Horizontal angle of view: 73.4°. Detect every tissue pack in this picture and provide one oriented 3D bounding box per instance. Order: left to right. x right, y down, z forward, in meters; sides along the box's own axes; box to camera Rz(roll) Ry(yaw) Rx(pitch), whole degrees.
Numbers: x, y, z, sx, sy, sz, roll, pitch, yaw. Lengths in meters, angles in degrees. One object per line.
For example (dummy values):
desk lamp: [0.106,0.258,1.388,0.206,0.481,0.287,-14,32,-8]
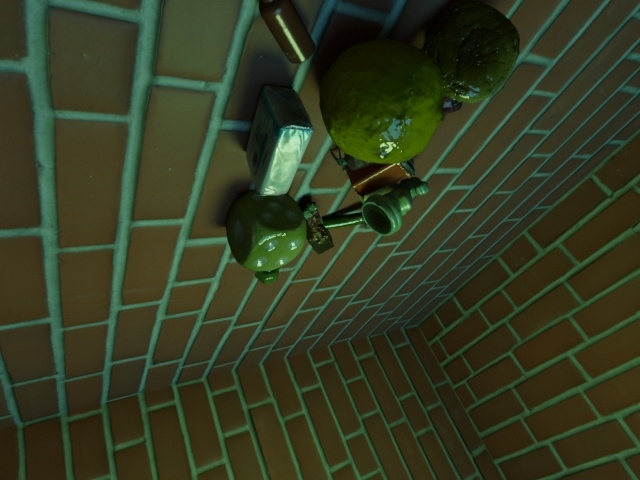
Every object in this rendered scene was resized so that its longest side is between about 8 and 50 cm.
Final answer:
tissue pack: [-0.131,-0.293,1.289,0.124,0.202,0.271,0,143,-26]

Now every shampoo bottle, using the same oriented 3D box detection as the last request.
shampoo bottle: [-0.094,-0.542,1.036,0.085,0.086,0.244,-30,149,8]

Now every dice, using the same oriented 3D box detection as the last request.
dice: [-0.206,-0.037,1.623,0.233,0.227,0.238,-6,144,-35]

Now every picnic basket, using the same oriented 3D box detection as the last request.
picnic basket: [0.000,0.000,2.021,0.110,0.055,0.193,-27,153,3]

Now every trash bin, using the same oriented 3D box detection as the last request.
trash bin: [0.231,-0.281,1.657,0.238,0.161,0.184,-30,152,23]

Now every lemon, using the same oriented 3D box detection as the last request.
lemon: [0.163,-0.390,1.226,0.349,0.387,0.350,-39,141,-41]

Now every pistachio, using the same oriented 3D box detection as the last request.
pistachio: [0.269,-0.189,1.853,0.200,0.117,0.145,-15,129,-24]

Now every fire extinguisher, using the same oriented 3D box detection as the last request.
fire extinguisher: [0.169,-0.316,1.517,0.268,0.105,0.104,-15,157,25]

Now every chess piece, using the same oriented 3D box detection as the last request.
chess piece: [0.313,-0.164,1.697,0.298,0.175,0.176,-41,159,-28]

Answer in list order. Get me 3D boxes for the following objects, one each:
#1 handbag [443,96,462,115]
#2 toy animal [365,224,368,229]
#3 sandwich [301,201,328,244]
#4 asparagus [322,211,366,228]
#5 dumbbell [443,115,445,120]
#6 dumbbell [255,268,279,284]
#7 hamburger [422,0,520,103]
handbag: [0.360,-0.485,1.423,0.224,0.147,0.135,-22,146,-4]
toy animal: [0.289,-0.105,2.034,0.155,0.095,0.219,-5,148,-15]
sandwich: [-0.037,-0.058,1.807,0.079,0.159,0.235,-25,171,-11]
asparagus: [0.145,-0.093,1.923,0.277,0.067,0.060,-9,107,1]
dumbbell: [0.338,-0.442,1.537,0.230,0.092,0.082,-19,179,-10]
dumbbell: [-0.225,0.080,1.915,0.121,0.108,0.302,-14,149,-22]
hamburger: [0.441,-0.555,1.264,0.285,0.265,0.134,-57,174,11]
